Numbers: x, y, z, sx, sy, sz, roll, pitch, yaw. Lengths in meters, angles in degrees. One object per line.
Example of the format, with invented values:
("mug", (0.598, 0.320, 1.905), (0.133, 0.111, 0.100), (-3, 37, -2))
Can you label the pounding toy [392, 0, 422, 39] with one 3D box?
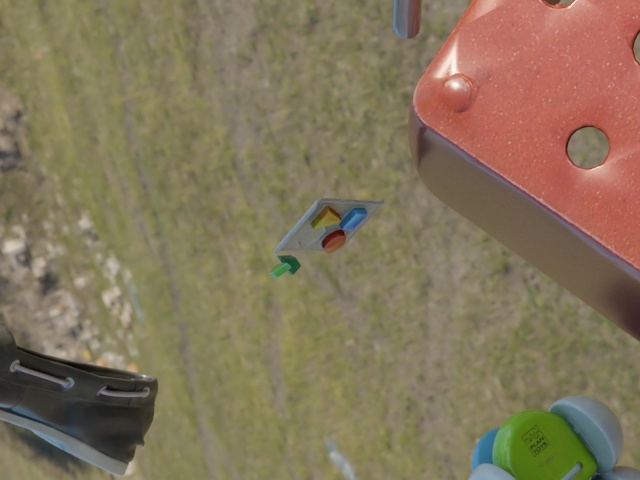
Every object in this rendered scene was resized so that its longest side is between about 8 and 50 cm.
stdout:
("pounding toy", (-0.047, -0.210, 0.731), (0.237, 0.110, 0.183), (39, 148, 16))

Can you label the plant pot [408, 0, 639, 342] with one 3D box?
("plant pot", (0.196, -0.078, 0.722), (0.267, 0.267, 0.236), (37, -170, 21))

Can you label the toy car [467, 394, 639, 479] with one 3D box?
("toy car", (0.201, 0.233, 1.191), (0.182, 0.159, 0.136), (58, 155, -7))

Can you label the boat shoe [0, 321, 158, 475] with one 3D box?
("boat shoe", (-0.265, 0.105, 1.146), (0.112, 0.095, 0.335), (18, 167, 41))

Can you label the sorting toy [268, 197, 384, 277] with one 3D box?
("sorting toy", (0.000, 0.000, 0.897), (0.083, 0.062, 0.012), (-49, 57, 40))
